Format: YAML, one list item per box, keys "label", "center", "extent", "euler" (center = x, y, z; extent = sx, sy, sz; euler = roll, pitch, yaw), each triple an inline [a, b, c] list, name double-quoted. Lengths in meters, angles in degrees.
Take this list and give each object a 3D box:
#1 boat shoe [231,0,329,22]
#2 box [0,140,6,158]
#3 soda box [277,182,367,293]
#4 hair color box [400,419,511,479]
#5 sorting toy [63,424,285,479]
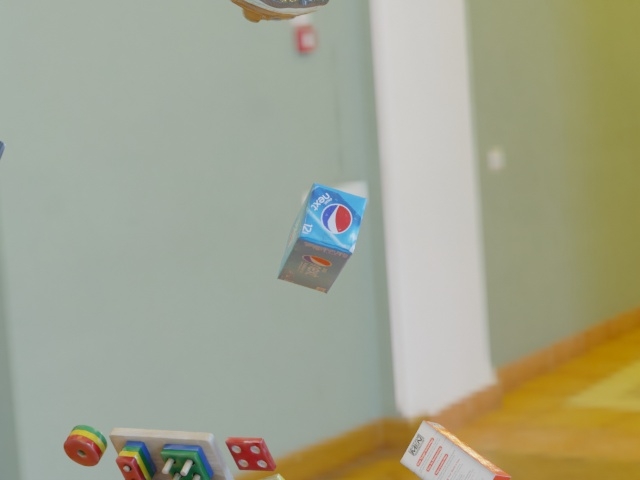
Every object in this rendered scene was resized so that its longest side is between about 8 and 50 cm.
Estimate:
- label: "boat shoe"
  center: [-0.065, -0.281, 2.047]
  extent: [0.072, 0.068, 0.190]
  euler: [-32, -18, 29]
- label: "box"
  center: [-0.456, 0.003, 1.442]
  extent: [0.097, 0.318, 0.395]
  euler: [19, -3, 28]
- label: "soda box"
  center: [0.000, 0.000, 2.062]
  extent: [0.067, 0.071, 0.210]
  euler: [17, -16, -4]
- label: "hair color box"
  center: [0.182, 0.310, 2.362]
  extent: [0.141, 0.072, 0.043]
  euler: [35, 11, 37]
- label: "sorting toy"
  center: [-0.158, 0.276, 1.971]
  extent: [0.275, 0.132, 0.046]
  euler: [0, 40, 26]
